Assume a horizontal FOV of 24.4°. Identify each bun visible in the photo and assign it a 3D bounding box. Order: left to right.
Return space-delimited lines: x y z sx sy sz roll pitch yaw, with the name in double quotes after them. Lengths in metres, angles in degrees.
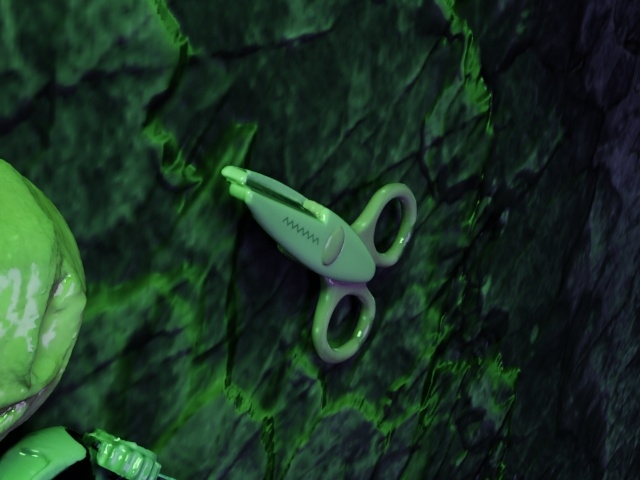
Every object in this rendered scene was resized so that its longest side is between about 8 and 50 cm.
-0.094 0.021 0.400 0.086 0.054 0.086 -42 144 -42 "bun"

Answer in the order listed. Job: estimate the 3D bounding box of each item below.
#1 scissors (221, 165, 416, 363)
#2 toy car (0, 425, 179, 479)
0.000 0.000 0.598 0.085 0.022 0.176 -64 156 -4 "scissors"
-0.071 0.120 0.512 0.095 0.056 0.205 -64 149 -10 "toy car"
